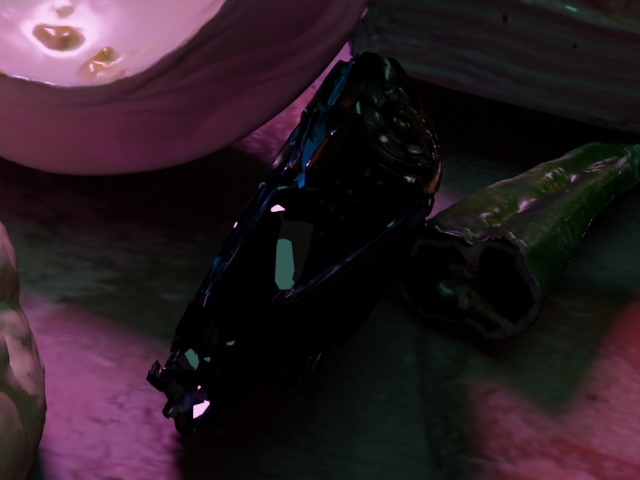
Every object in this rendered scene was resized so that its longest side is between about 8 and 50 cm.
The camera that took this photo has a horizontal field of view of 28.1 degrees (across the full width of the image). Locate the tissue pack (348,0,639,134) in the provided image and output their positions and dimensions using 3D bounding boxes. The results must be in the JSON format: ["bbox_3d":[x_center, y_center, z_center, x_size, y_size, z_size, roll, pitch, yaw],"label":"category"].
[{"bbox_3d":[0.187,-0.218,0.862,0.287,0.162,0.388,13,31,2],"label":"tissue pack"}]

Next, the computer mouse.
[{"bbox_3d":[0.000,0.000,0.582,0.077,0.146,0.242,30,45,-1],"label":"computer mouse"}]

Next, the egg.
[{"bbox_3d":[-0.101,-0.113,0.656,0.271,0.162,0.206,11,23,8],"label":"egg"}]

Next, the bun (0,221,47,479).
[{"bbox_3d":[-0.211,0.038,0.459,0.229,0.145,0.229,9,34,-6],"label":"bun"}]

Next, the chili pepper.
[{"bbox_3d":[0.125,-0.021,0.705,0.088,0.059,0.227,16,30,29],"label":"chili pepper"}]
